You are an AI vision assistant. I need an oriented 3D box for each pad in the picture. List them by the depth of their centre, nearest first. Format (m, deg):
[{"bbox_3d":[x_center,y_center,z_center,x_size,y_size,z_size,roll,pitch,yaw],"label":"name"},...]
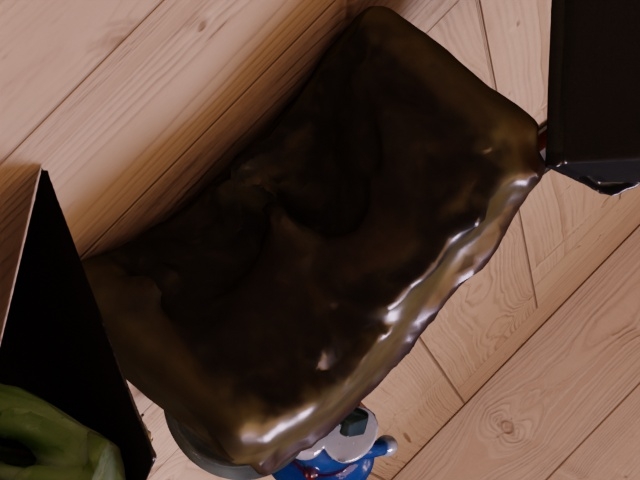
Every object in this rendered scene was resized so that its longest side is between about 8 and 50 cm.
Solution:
[{"bbox_3d":[-0.203,0.148,1.284,0.007,0.248,0.367,-11,149,-25],"label":"pad"}]

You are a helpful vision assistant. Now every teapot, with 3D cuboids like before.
[{"bbox_3d":[-0.054,0.177,1.850,0.225,0.203,0.171,9,98,-77],"label":"teapot"}]

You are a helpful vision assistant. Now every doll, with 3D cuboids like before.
[{"bbox_3d":[0.000,0.270,2.300,0.257,0.215,0.161,118,-11,-72],"label":"doll"}]

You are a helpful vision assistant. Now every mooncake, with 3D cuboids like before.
[{"bbox_3d":[0.000,0.000,1.450,0.394,0.246,0.393,-51,171,32],"label":"mooncake"}]

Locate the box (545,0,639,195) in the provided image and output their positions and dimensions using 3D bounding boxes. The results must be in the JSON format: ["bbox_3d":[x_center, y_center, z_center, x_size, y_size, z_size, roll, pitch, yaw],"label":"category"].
[{"bbox_3d":[0.325,-0.221,1.476,0.251,0.204,0.345,10,81,-71],"label":"box"}]

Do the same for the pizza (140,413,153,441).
[{"bbox_3d":[-0.233,0.258,1.815,0.147,0.069,0.226,-34,161,-32],"label":"pizza"}]

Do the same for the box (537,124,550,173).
[{"bbox_3d":[0.305,-0.119,2.356,0.177,0.036,0.115,-35,162,-36],"label":"box"}]

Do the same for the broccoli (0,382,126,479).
[{"bbox_3d":[-0.270,0.200,1.141,0.275,0.308,0.308,-3,180,23],"label":"broccoli"}]
